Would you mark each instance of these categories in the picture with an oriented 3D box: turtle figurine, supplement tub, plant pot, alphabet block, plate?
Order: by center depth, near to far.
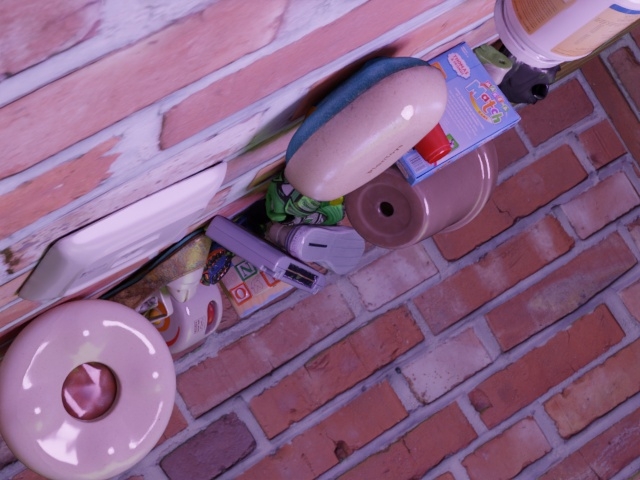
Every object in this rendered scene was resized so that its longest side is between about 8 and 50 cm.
[{"bbox_3d":[0.314,-0.306,1.144,0.144,0.144,0.199,-30,178,-28],"label":"supplement tub"},{"bbox_3d":[-0.281,0.002,1.362,0.278,0.045,0.277,-29,178,-33],"label":"plate"},{"bbox_3d":[0.148,-0.100,1.622,0.263,0.263,0.229,-32,-173,36],"label":"plant pot"},{"bbox_3d":[0.224,-0.252,1.772,0.197,0.275,0.266,-6,146,-24],"label":"turtle figurine"},{"bbox_3d":[-0.151,0.053,2.328,0.193,0.197,0.192,-31,179,7],"label":"alphabet block"}]

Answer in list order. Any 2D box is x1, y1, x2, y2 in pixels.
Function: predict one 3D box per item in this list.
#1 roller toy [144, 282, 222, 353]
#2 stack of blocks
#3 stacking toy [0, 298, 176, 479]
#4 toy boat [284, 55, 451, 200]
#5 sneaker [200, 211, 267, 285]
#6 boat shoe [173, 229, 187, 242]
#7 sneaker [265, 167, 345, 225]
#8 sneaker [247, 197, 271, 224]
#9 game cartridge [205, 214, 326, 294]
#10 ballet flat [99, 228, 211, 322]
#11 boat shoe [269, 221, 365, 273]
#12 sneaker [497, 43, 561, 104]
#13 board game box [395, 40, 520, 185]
[{"bbox_3d":[-0.331,0.152,2.146,0.209,0.191,0.146,-32,177,38],"label":"roller toy"},{"bbox_3d":[-0.101,0.002,2.178,0.297,0.171,0.087,-32,178,9],"label":"stack of blocks"},{"bbox_3d":[-0.538,0.283,1.965,0.350,0.351,0.480,-30,-164,-27],"label":"stacking toy"},{"bbox_3d":[0.076,-0.171,1.343,0.267,0.148,0.318,-38,167,30],"label":"toy boat"},{"bbox_3d":[-0.208,0.001,2.076,0.221,0.083,0.087,-42,-136,-23],"label":"sneaker"},{"bbox_3d":[-0.270,-0.005,1.582,0.100,0.035,0.035,-34,-153,-32],"label":"boat shoe"},{"bbox_3d":[-0.039,-0.092,1.810,0.146,0.134,0.343,-21,172,-1],"label":"sneaker"},{"bbox_3d":[-0.074,-0.090,2.016,0.170,0.051,0.089,-36,171,34],"label":"sneaker"},{"bbox_3d":[-0.114,0.028,1.943,0.060,0.196,0.294,-62,159,-1],"label":"game cartridge"},{"bbox_3d":[-0.327,0.097,1.987,0.348,0.123,0.123,-33,177,31],"label":"ballet flat"},{"bbox_3d":[0.000,0.000,2.041,0.302,0.094,0.109,19,98,-61],"label":"boat shoe"},{"bbox_3d":[0.376,-0.308,1.864,0.109,0.130,0.286,-62,-176,-7],"label":"sneaker"},{"bbox_3d":[0.189,-0.204,1.511,0.211,0.160,0.039,-30,170,-15],"label":"board game box"}]
